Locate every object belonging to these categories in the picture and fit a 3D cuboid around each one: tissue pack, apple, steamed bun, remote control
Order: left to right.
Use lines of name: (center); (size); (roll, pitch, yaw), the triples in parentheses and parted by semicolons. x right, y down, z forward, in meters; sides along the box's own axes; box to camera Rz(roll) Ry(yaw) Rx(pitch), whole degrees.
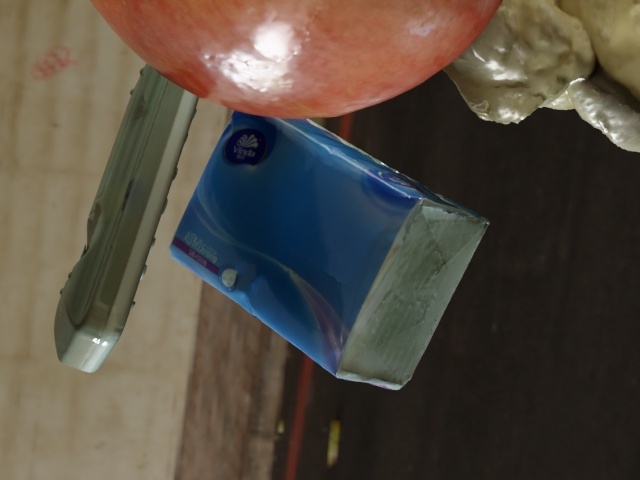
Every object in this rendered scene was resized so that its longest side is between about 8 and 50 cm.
remote control: (-0.179, -0.044, 1.220); (0.128, 0.065, 0.335); (-44, 28, 58)
apple: (-0.029, -0.280, 1.003); (0.364, 0.363, 0.364); (-173, 90, -77)
tissue pack: (0.000, 0.000, 1.301); (0.263, 0.146, 0.198); (33, 102, 38)
steamed bun: (0.222, -0.249, 1.292); (0.230, 0.372, 0.325); (-33, 47, 57)
